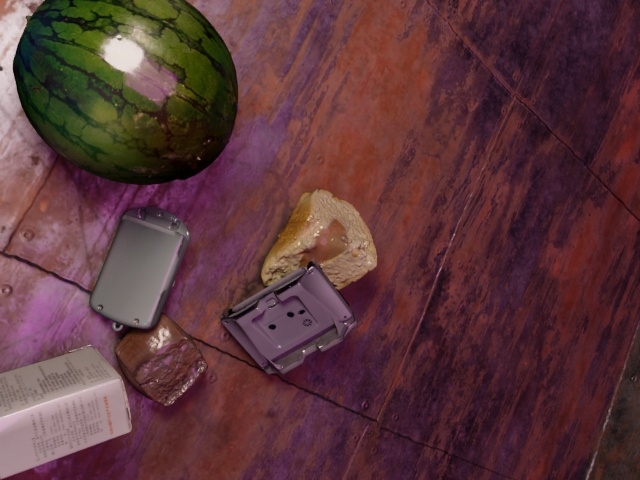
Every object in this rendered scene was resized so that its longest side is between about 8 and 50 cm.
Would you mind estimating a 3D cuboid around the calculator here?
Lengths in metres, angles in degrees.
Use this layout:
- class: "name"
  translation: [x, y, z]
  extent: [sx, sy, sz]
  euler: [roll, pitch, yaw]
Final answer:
- class: "calculator"
  translation: [-0.343, 0.055, 1.151]
  extent: [0.141, 0.045, 0.246]
  euler: [18, 82, 7]

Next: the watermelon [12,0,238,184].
- class: "watermelon"
  translation: [-0.313, -0.259, 1.005]
  extent: [0.363, 0.363, 0.363]
  euler: [-4, 98, -33]

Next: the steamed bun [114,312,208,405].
- class: "steamed bun"
  translation: [-0.312, 0.237, 1.195]
  extent: [0.145, 0.106, 0.175]
  euler: [-47, 120, -20]

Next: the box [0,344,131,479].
- class: "box"
  translation: [-0.499, 0.294, 1.024]
  extent: [0.299, 0.200, 0.106]
  euler: [-15, 105, -31]

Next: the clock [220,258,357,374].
- class: "clock"
  translation: [-0.067, 0.173, 1.300]
  extent: [0.253, 0.083, 0.186]
  euler: [-32, 115, 10]

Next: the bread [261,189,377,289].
- class: "bread"
  translation: [-0.007, 0.002, 1.384]
  extent: [0.183, 0.224, 0.211]
  euler: [33, 36, -25]
